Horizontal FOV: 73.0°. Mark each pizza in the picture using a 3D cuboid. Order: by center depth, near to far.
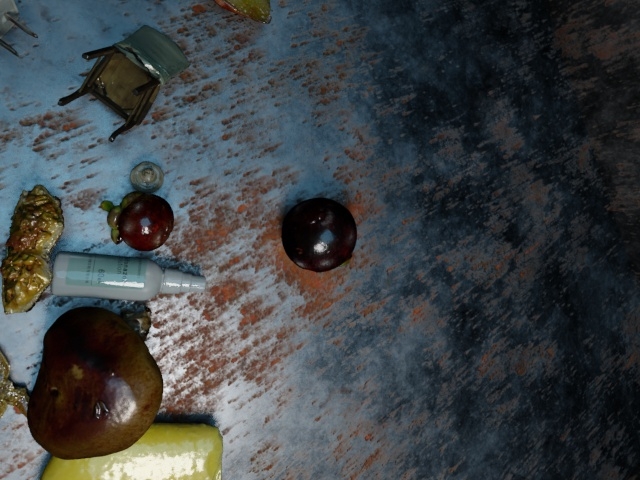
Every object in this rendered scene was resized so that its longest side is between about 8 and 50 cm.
[{"bbox_3d":[-0.670,0.017,0.986,0.086,0.161,0.305,24,71,-56],"label":"pizza"}]

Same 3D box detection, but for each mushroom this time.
[{"bbox_3d":[-0.502,0.325,1.014,0.346,0.260,0.345,-1,86,20],"label":"mushroom"},{"bbox_3d":[-0.451,-0.166,1.128,0.085,0.079,0.085,0,91,-28],"label":"mushroom"}]

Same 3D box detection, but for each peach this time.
[{"bbox_3d":[-0.247,-0.726,1.236,0.189,0.068,0.279,-45,105,-27],"label":"peach"}]

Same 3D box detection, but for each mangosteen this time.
[{"bbox_3d":[-0.463,-0.053,1.085,0.181,0.146,0.155,26,82,-22],"label":"mangosteen"},{"bbox_3d":[0.000,0.000,1.281,0.228,0.228,0.265,-40,146,-20],"label":"mangosteen"}]

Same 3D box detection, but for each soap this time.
[{"bbox_3d":[-0.468,0.617,1.095,0.428,0.115,0.305,7,90,-24],"label":"soap"}]

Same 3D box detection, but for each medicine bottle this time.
[{"bbox_3d":[-0.473,0.097,1.099,0.352,0.110,0.110,7,87,-25],"label":"medicine bottle"}]

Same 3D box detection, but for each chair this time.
[{"bbox_3d":[-0.482,-0.406,1.093,0.160,0.319,0.186,37,119,-19],"label":"chair"}]

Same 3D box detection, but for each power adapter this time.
[{"bbox_3d":[-0.751,-0.505,0.967,0.205,0.125,0.130,36,75,-20],"label":"power adapter"}]

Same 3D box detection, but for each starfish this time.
[{"bbox_3d":[-0.773,0.345,0.996,0.138,0.050,0.247,-29,94,-22],"label":"starfish"}]
